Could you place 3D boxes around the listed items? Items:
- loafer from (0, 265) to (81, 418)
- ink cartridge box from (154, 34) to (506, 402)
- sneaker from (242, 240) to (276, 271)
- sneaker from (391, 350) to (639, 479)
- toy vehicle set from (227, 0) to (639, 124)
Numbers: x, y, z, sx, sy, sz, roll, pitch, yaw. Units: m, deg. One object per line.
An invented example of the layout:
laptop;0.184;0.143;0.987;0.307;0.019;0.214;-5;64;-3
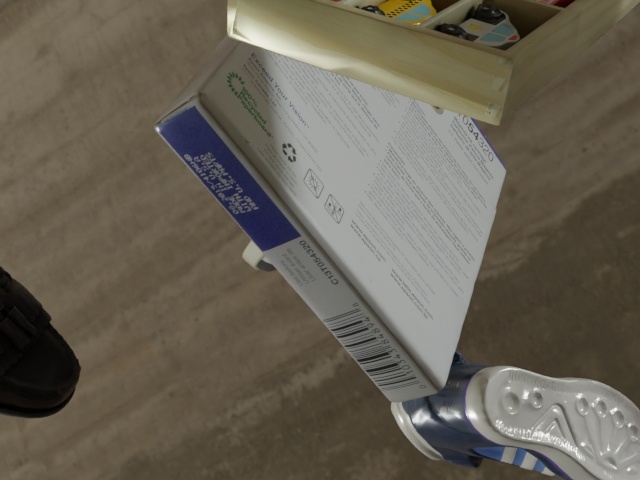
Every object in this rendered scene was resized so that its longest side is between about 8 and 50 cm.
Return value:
loafer;-0.330;0.039;0.756;0.095;0.303;0.109;-48;8;38
ink cartridge box;0.038;-0.079;0.819;0.071;0.324;0.330;-24;26;35
sneaker;0.000;0.000;1.122;0.131;0.148;0.350;-54;0;-14
sneaker;0.250;0.244;1.174;0.323;0.130;0.236;22;-22;-26
toy vehicle set;0.087;-0.154;0.547;0.267;0.166;0.035;-40;-36;-47
